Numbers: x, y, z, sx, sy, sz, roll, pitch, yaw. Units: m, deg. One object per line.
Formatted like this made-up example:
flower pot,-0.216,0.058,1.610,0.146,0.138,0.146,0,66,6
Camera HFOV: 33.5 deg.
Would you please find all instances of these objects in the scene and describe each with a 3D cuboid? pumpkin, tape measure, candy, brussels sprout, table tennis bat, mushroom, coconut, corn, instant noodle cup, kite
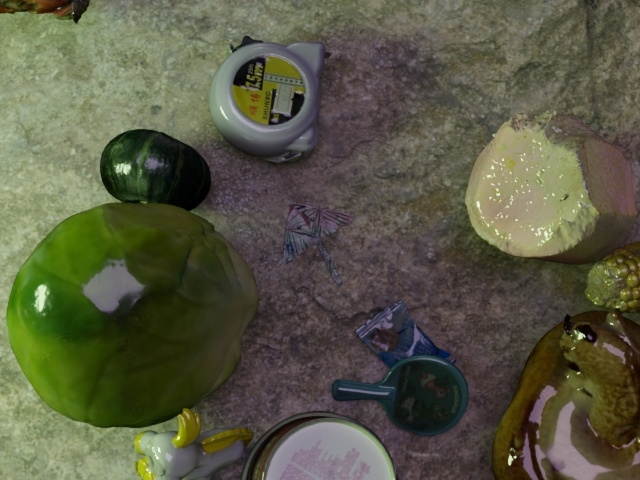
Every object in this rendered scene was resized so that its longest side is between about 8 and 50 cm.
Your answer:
pumpkin,-0.245,-0.098,1.567,0.167,0.167,0.125,33,85,5
tape measure,-0.084,-0.221,1.648,0.178,0.105,0.196,12,76,-8
candy,0.128,0.159,1.595,0.088,0.038,0.136,-41,84,-2
brussels sprout,-0.265,0.094,1.475,0.344,0.268,0.344,-11,110,-34
table tennis bat,0.117,0.226,1.566,0.201,0.033,0.124,3,102,3
mushroom,0.394,0.268,1.469,0.346,0.259,0.345,2,72,-7
coconut,0.348,-0.076,1.573,0.233,0.245,0.233,-1,89,31
corn,0.556,0.047,1.582,0.347,0.130,0.130,-3,75,-22
instant noodle cup,0.005,0.341,1.465,0.235,0.178,0.234,1,74,-4
kite,0.000,0.000,1.642,0.137,0.005,0.152,-35,81,-11

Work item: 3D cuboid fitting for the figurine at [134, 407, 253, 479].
figurine,-0.171,0.300,1.484,0.129,0.178,0.109,-46,54,15

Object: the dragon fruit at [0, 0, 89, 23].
dragon fruit,-0.522,-0.473,1.616,0.263,0.296,0.314,-11,77,28
